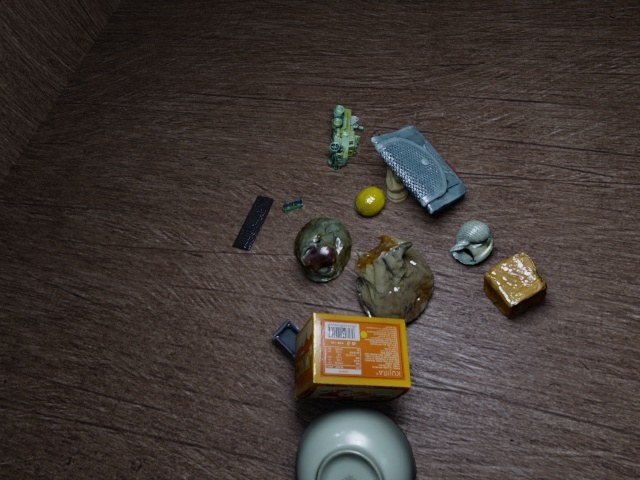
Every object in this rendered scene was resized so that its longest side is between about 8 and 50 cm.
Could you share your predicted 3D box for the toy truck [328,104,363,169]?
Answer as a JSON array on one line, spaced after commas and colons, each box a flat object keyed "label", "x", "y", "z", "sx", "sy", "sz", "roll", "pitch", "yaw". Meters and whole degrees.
[{"label": "toy truck", "x": 0.105, "y": -0.430, "z": 1.858, "sx": 0.135, "sy": 0.128, "sz": 0.259, "roll": 9, "pitch": 65, "yaw": 2}]

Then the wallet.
[{"label": "wallet", "x": 0.357, "y": -0.264, "z": 1.574, "sx": 0.237, "sy": 0.075, "sz": 0.342, "roll": -25, "pitch": 73, "yaw": -37}]

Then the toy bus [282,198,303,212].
[{"label": "toy bus", "x": -0.110, "y": -0.140, "z": 1.802, "sx": 0.083, "sy": 0.037, "sz": 0.031, "roll": -17, "pitch": 60, "yaw": 3}]

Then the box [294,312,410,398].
[{"label": "box", "x": 0.084, "y": 0.361, "z": 1.320, "sx": 0.284, "sy": 0.259, "sz": 0.213, "roll": 7, "pitch": 59, "yaw": -12}]

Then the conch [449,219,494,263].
[{"label": "conch", "x": 0.533, "y": 0.005, "z": 1.543, "sx": 0.135, "sy": 0.102, "sz": 0.153, "roll": 45, "pitch": 113, "yaw": 17}]

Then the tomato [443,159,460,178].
[{"label": "tomato", "x": 0.434, "y": -0.216, "z": 1.684, "sx": 0.166, "sy": 0.082, "sz": 0.174, "roll": -18, "pitch": 67, "yaw": -14}]

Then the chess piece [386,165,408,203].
[{"label": "chess piece", "x": 0.283, "y": -0.226, "z": 1.662, "sx": 0.090, "sy": 0.200, "sz": 0.090, "roll": -6, "pitch": 63, "yaw": 11}]

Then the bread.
[{"label": "bread", "x": 0.625, "y": 0.147, "z": 1.423, "sx": 0.158, "sy": 0.149, "sz": 0.143, "roll": -24, "pitch": 57, "yaw": 0}]

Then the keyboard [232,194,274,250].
[{"label": "keyboard", "x": -0.271, "y": -0.075, "z": 1.817, "sx": 0.087, "sy": 0.017, "sz": 0.250, "roll": 15, "pitch": 67, "yaw": 21}]

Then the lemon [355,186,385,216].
[{"label": "lemon", "x": 0.192, "y": -0.150, "z": 1.696, "sx": 0.133, "sy": 0.109, "sz": 0.109, "roll": -39, "pitch": 62, "yaw": -13}]

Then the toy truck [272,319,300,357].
[{"label": "toy truck", "x": -0.074, "y": 0.356, "z": 1.505, "sx": 0.192, "sy": 0.092, "sz": 0.083, "roll": 39, "pitch": 76, "yaw": 26}]

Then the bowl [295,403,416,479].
[{"label": "bowl", "x": 0.087, "y": 0.645, "z": 1.219, "sx": 0.354, "sy": 0.185, "sz": 0.353, "roll": -2, "pitch": 78, "yaw": 9}]

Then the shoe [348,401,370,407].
[{"label": "shoe", "x": 0.065, "y": 0.557, "z": 1.379, "sx": 0.195, "sy": 0.078, "sz": 0.079, "roll": -23, "pitch": 61, "yaw": -4}]

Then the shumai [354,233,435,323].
[{"label": "shumai", "x": 0.239, "y": 0.121, "z": 1.462, "sx": 0.267, "sy": 0.262, "sz": 0.314, "roll": 5, "pitch": 66, "yaw": 16}]

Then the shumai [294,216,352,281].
[{"label": "shumai", "x": 0.000, "y": 0.000, "z": 1.613, "sx": 0.222, "sy": 0.203, "sz": 0.271, "roll": -20, "pitch": 57, "yaw": 1}]
